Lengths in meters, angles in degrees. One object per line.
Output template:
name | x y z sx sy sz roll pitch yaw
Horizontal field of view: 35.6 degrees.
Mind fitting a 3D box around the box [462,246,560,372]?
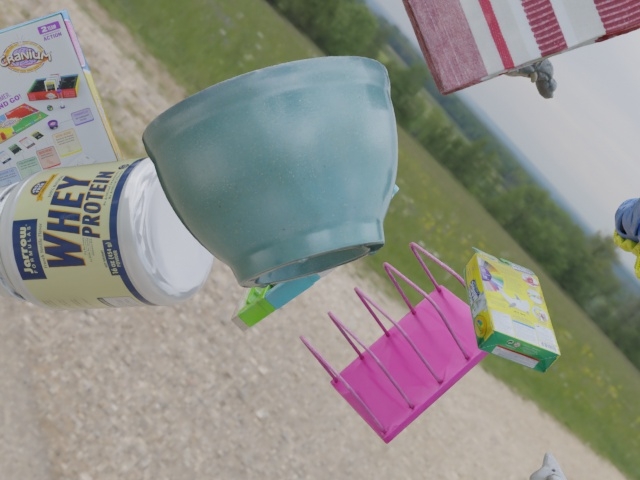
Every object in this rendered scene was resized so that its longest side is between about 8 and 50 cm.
box | 0.247 0.086 1.322 0.105 0.043 0.179 22 36 -16

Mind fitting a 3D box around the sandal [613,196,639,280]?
sandal | 0.555 -0.032 1.634 0.317 0.126 0.138 -73 159 -75

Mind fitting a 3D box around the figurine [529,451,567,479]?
figurine | 0.323 0.419 1.335 0.215 0.092 0.209 -84 165 -65

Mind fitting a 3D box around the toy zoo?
toy zoo | 0.000 0.000 1.449 0.030 0.293 0.192 45 28 -17

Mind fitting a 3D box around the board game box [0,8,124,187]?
board game box | -0.521 -0.232 1.820 0.064 0.242 0.316 -110 -177 -72

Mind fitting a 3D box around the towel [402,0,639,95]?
towel | 0.254 -0.334 1.203 0.037 0.329 0.237 112 -41 -84

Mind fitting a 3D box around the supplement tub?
supplement tub | -0.358 -0.007 1.594 0.235 0.325 0.235 -4 90 -65

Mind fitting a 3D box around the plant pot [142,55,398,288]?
plant pot | -0.035 -0.060 1.140 0.293 0.293 0.196 16 57 -73

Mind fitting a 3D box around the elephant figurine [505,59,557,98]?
elephant figurine | 0.350 -0.360 1.836 0.186 0.169 0.239 60 -14 16

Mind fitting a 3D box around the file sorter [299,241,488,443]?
file sorter | 0.139 0.172 1.816 0.182 0.291 0.202 55 -9 -36
